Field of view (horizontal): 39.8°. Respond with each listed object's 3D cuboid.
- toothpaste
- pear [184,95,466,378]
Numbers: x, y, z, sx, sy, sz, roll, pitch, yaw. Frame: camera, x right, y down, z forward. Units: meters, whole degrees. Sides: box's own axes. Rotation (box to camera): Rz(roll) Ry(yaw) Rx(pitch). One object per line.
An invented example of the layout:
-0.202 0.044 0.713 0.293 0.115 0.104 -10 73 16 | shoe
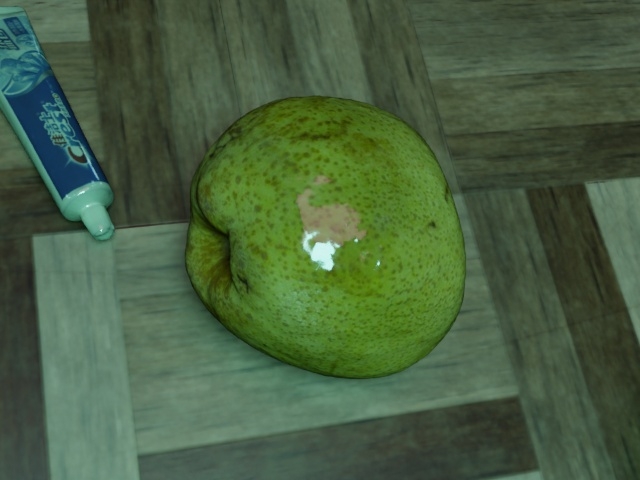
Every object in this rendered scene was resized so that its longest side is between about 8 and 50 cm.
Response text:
-0.249 -0.111 0.786 0.069 0.047 0.268 -30 71 -9 | toothpaste
0.000 0.000 0.703 0.211 0.188 0.229 -8 70 -18 | pear
